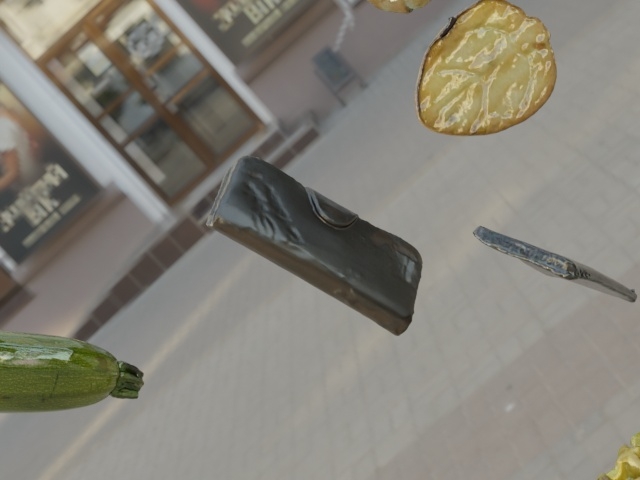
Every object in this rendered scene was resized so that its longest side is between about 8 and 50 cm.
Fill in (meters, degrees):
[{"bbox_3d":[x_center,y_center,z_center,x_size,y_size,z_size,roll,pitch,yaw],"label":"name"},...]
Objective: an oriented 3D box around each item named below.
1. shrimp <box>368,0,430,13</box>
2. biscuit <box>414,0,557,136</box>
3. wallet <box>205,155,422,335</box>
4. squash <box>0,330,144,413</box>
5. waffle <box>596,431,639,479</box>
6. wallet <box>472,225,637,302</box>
[{"bbox_3d":[0.068,-0.271,1.012,0.041,0.099,0.180,-34,-31,-36],"label":"shrimp"},{"bbox_3d":[0.253,-0.262,1.857,0.260,0.203,0.041,-39,8,-10],"label":"biscuit"},{"bbox_3d":[0.000,0.000,1.613,0.042,0.309,0.165,-51,14,42],"label":"wallet"},{"bbox_3d":[-0.256,0.100,0.917,0.066,0.252,0.066,-174,90,-69],"label":"squash"},{"bbox_3d":[0.418,0.270,1.189,0.309,0.065,0.283,-6,38,32],"label":"waffle"},{"bbox_3d":[0.305,0.034,1.519,0.285,0.146,0.030,20,-85,-59],"label":"wallet"}]
